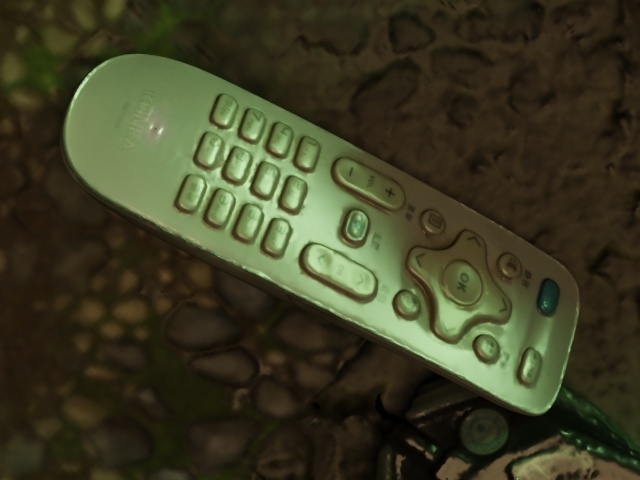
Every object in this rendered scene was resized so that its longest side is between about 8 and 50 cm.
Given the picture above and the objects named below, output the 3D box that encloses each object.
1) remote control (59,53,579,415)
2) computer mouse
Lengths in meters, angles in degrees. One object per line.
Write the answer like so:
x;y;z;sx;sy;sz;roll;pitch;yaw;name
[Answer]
0.000;0.000;0.719;0.229;0.044;0.073;27;58;-15;remote control
0.110;0.130;0.755;0.192;0.062;0.106;37;90;4;computer mouse
